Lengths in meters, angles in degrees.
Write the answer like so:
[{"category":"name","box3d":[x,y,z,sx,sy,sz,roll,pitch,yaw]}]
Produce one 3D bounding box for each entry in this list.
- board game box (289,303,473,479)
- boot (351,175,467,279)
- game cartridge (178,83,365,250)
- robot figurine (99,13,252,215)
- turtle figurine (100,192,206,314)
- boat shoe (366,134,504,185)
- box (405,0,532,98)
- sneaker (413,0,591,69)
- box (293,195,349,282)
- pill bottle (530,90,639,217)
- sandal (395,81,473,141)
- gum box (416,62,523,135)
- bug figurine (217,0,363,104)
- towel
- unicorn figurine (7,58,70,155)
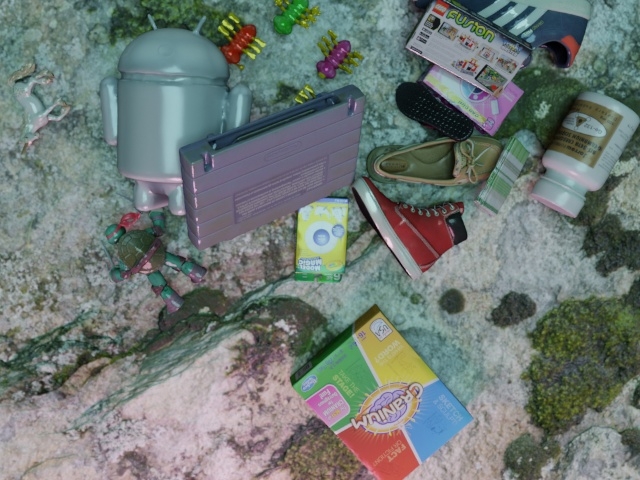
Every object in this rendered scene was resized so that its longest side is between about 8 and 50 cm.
[{"category":"board game box","box3d":[0.129,0.330,1.560,0.242,0.064,0.316,-41,101,1]},{"category":"boot","box3d":[0.187,-0.064,1.496,0.176,0.088,0.244,-38,109,0]},{"category":"game cartridge","box3d":[-0.083,-0.132,1.351,0.355,0.230,0.068,-25,59,-25]},{"category":"robot figurine","box3d":[-0.268,-0.228,1.355,0.300,0.200,0.353,7,102,12]},{"category":"turtle figurine","box3d":[-0.343,0.028,1.441,0.234,0.118,0.175,42,92,-16]},{"category":"boat shoe","box3d":[0.238,-0.153,1.482,0.285,0.089,0.104,-8,99,-6]},{"category":"box","box3d":[0.277,-0.364,1.392,0.207,0.036,0.114,27,123,-9]},{"category":"sneaker","box3d":[0.344,-0.407,1.435,0.350,0.131,0.148,7,100,-5]},{"category":"box","box3d":[0.000,0.000,1.506,0.105,0.043,0.179,1,100,-6]},{"category":"pill bottle","box3d":[0.522,-0.169,1.489,0.131,0.131,0.229,28,95,-10]},{"category":"sandal","box3d":[0.221,-0.248,1.469,0.179,0.040,0.067,37,90,17]},{"category":"gum box","box3d":[0.300,-0.302,1.479,0.188,0.062,0.107,36,94,-10]},{"category":"bug figurine","box3d":[-0.053,-0.347,1.430,0.279,0.072,0.216,43,86,-6]},{"category":"towel","box3d":[0.367,-0.128,1.504,0.023,0.113,0.152,30,94,30]},{"category":"unicorn figurine","box3d":[-0.537,-0.250,1.406,0.111,0.060,0.162,-27,85,-1]}]
